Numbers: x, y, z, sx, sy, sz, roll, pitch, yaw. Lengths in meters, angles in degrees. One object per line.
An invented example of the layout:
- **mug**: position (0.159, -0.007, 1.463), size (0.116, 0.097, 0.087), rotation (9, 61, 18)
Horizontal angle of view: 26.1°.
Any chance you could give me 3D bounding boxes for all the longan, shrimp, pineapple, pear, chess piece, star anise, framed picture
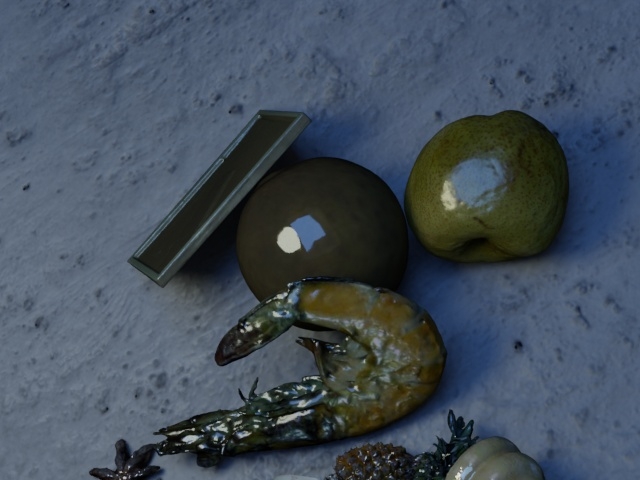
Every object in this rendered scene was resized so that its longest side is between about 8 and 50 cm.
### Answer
- **longan**: position (0.000, 0.000, 1.936), size (0.258, 0.258, 0.258), rotation (-6, 66, 14)
- **shrimp**: position (-0.049, 0.190, 1.880), size (0.445, 0.272, 0.085), rotation (-23, 32, 16)
- **pineapple**: position (0.111, 0.301, 1.867), size (0.221, 0.083, 0.103), rotation (-13, 62, 10)
- **pear**: position (0.232, -0.080, 1.929), size (0.228, 0.188, 0.211), rotation (3, 71, 9)
- **chess piece**: position (0.285, 0.360, 1.719), size (0.261, 0.143, 0.143), rotation (29, 78, 42)
- **star anise**: position (-0.282, 0.351, 1.986), size (0.141, 0.042, 0.141), rotation (-7, 66, 15)
- **framed picture**: position (-0.156, -0.070, 2.048), size (0.020, 0.240, 0.324), rotation (43, 82, -18)

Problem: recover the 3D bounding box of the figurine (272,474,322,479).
- **figurine**: position (-0.072, 0.469, 1.797), size (0.284, 0.206, 0.316), rotation (10, 61, 22)
